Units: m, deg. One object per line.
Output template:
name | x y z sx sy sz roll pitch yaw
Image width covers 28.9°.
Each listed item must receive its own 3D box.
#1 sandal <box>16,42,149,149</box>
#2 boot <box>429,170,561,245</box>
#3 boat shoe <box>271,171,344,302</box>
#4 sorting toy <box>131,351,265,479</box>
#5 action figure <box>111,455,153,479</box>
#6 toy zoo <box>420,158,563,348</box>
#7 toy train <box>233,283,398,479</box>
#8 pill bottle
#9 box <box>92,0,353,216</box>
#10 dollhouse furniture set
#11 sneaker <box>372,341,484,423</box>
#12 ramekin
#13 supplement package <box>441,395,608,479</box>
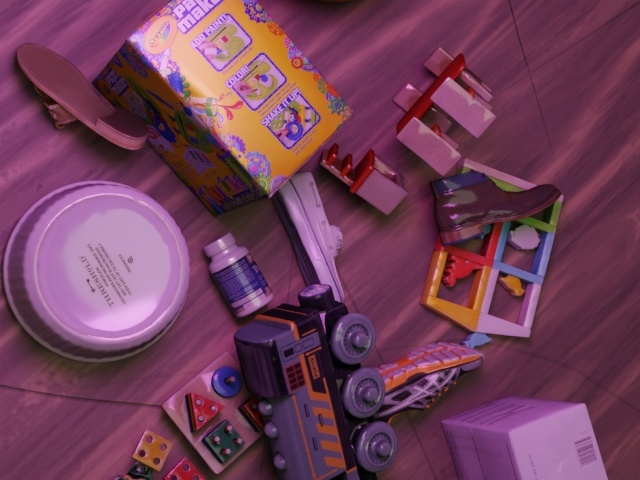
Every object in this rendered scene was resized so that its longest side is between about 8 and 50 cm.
sandal | -0.358 -0.186 1.794 0.240 0.079 0.088 36 35 13
boot | 0.276 -0.076 1.970 0.219 0.082 0.106 -21 95 -17
boat shoe | 0.000 0.000 1.901 0.076 0.083 0.226 -23 92 -18
sorting toy | -0.148 0.257 1.830 0.274 0.046 0.132 -39 93 -27
action figure | -0.293 0.396 1.745 0.137 0.063 0.232 11 42 16
toy zoo | 0.276 0.035 2.021 0.192 0.030 0.293 19 79 -16
toy train | -0.008 0.236 1.817 0.190 0.142 0.333 -22 108 -31
pill bottle | -0.126 0.050 1.863 0.067 0.067 0.120 -32 96 -18
box | -0.148 -0.203 1.758 0.177 0.290 0.279 -45 101 -16
dollhouse furniture set | 0.133 -0.178 1.885 0.135 0.262 0.259 38 106 -10
sneaker | 0.160 0.222 1.948 0.215 0.084 0.083 -18 105 -16
ramekin | -0.309 0.041 1.770 0.273 0.127 0.272 2 85 -19
supplement package | 0.307 0.324 1.895 0.134 0.244 0.139 -17 92 -19
